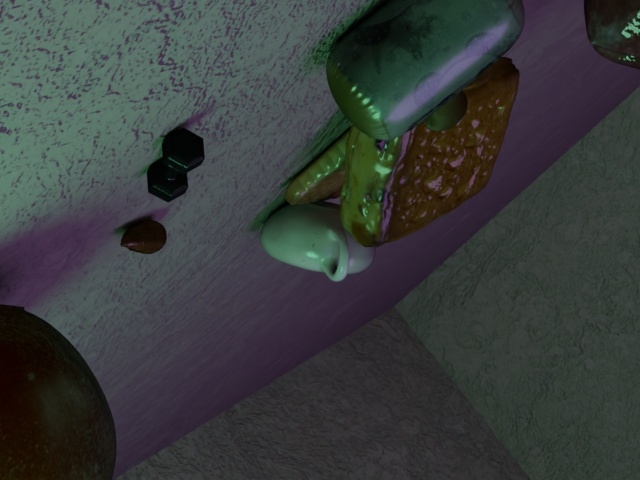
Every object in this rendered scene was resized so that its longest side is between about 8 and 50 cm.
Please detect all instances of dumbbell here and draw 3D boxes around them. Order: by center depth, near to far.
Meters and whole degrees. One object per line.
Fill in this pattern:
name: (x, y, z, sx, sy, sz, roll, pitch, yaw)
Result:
dumbbell: (-0.130, -0.067, 1.518, 0.036, 0.040, 0.083, 1, 156, -20)

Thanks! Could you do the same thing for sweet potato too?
sweet potato: (-0.174, -0.003, 1.692, 0.034, 0.034, 0.095, -40, 172, 15)

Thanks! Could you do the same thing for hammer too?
hammer: (0.117, -0.167, 1.699, 0.202, 0.113, 0.305, -36, 166, 3)

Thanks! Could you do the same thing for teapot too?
teapot: (0.000, 0.000, 2.108, 0.145, 0.092, 0.226, 6, -173, -14)

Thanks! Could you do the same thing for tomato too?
tomato: (-0.320, 0.205, 1.468, 0.303, 0.239, 0.303, -37, 176, -3)

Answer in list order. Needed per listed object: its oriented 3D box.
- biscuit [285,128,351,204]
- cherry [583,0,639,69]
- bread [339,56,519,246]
biscuit: (0.051, -0.106, 2.100, 0.160, 0.030, 0.249, -41, 172, 18)
cherry: (0.454, -0.312, 2.088, 0.307, 0.221, 0.261, -23, 161, -11)
bread: (0.118, -0.116, 1.958, 0.235, 0.099, 0.210, -25, 140, -41)
